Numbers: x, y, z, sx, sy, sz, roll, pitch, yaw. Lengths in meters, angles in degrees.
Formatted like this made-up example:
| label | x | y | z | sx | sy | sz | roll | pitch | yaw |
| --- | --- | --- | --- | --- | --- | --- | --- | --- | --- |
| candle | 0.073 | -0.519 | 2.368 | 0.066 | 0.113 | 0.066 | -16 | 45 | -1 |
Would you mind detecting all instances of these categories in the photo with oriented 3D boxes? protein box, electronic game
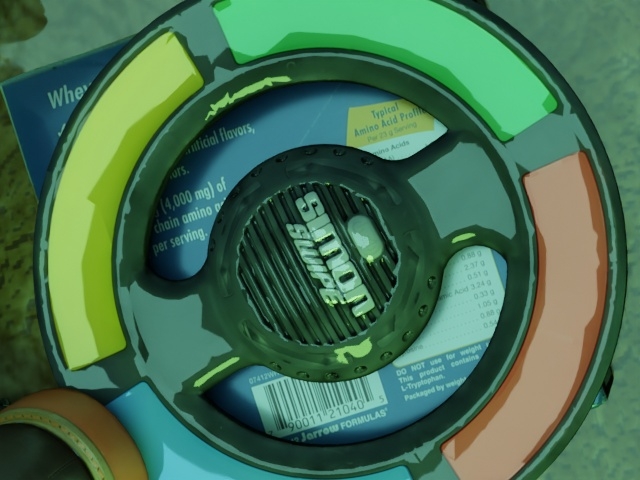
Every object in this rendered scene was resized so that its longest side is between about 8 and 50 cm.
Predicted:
| label | x | y | z | sx | sy | sz | roll | pitch | yaw |
| --- | --- | --- | --- | --- | --- | --- | --- | --- | --- |
| protein box | 0.000 | 0.000 | 0.808 | 0.199 | 0.136 | 0.201 | -19 | 86 | 9 |
| electronic game | 0.001 | 0.009 | 0.713 | 0.229 | 0.048 | 0.229 | 0 | 89 | 9 |

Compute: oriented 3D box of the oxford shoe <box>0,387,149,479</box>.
| label | x | y | z | sx | sy | sz | roll | pitch | yaw |
| --- | --- | --- | --- | --- | --- | --- | --- | --- | --- |
| oxford shoe | -0.178 | 0.160 | 0.739 | 0.097 | 0.098 | 0.271 | 45 | 122 | 9 |

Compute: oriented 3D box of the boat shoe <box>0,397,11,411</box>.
| label | x | y | z | sx | sy | sz | roll | pitch | yaw |
| --- | --- | --- | --- | --- | --- | --- | --- | --- | --- |
| boat shoe | -0.144 | 0.098 | 0.879 | 0.142 | 0.049 | 0.040 | 20 | 73 | 8 |
